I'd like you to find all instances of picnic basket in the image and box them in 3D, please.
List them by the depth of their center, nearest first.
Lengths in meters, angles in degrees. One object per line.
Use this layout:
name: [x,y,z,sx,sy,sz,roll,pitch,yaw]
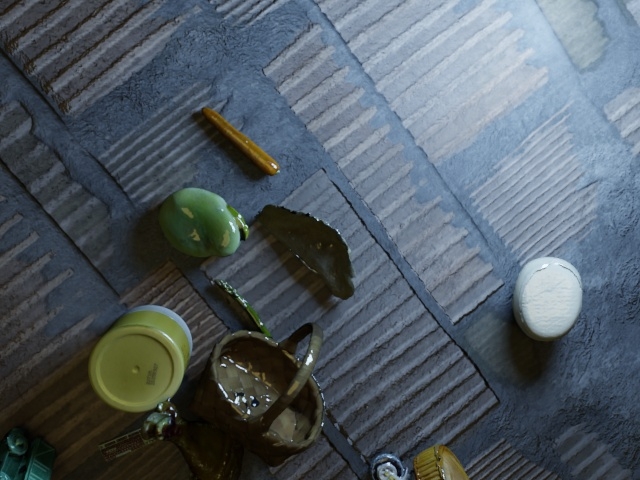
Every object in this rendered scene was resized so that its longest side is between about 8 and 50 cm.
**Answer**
picnic basket: [-0.102,0.333,1.300,0.337,0.293,0.337,5,120,9]

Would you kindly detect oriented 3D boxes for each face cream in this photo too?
face cream: [-0.434,0.285,1.331,0.218,0.179,0.218,-1,97,-7]

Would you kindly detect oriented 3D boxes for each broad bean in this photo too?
broad bean: [-0.291,-0.042,1.352,0.227,0.100,0.169,9,89,-6]

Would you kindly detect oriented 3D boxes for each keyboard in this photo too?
keyboard: [-0.500,0.531,1.437,0.165,0.017,0.055,-21,99,-4]

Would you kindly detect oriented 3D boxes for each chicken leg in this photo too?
chicken leg: [-0.289,0.487,1.344,0.140,0.211,0.361,-14,124,10]

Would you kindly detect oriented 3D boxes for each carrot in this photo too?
carrot: [-0.200,-0.249,1.364,0.248,0.043,0.043,41,91,-8]

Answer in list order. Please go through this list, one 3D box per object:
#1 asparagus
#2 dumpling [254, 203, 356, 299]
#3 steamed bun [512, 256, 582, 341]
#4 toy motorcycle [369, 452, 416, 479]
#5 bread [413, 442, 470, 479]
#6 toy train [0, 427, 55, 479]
asparagus: [-0.194,0.185,1.426,0.034,0.027,0.236,-40,101,-12]
dumpling: [-0.001,0.000,1.398,0.332,0.086,0.166,43,123,-10]
steamed bun: [0.606,0.155,1.468,0.177,0.131,0.228,0,99,3]
toy motorcycle: [0.217,0.775,1.511,0.222,0.108,0.341,13,88,-3]
bread: [0.335,0.662,1.476,0.104,0.199,0.199,-34,100,17]
toy train: [-0.738,0.569,1.295,0.115,0.269,0.154,-34,116,-3]
